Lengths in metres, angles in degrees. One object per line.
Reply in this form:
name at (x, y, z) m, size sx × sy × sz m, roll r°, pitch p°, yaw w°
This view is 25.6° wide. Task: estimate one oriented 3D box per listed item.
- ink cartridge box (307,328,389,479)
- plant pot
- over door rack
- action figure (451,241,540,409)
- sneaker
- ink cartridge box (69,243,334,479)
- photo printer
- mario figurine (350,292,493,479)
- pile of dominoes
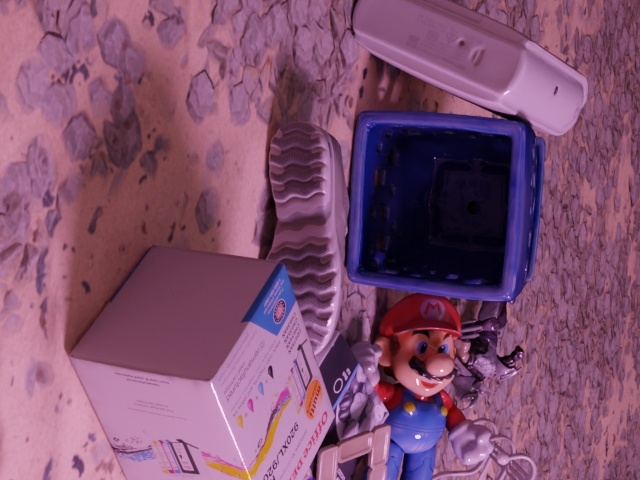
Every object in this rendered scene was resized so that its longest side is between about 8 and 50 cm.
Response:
ink cartridge box at (-0.009, 0.242, 1.757) m, size 0.208 × 0.045 × 0.206 m, roll -56°, pitch 143°, yaw -22°
plant pot at (0.183, -0.049, 1.904) m, size 0.212 × 0.236 × 0.236 m, roll -3°, pitch 98°, yaw -68°
over door rack at (0.204, 0.435, 2.072) m, size 0.239 × 0.108 × 0.324 m, roll -138°, pitch -116°, yaw -81°
action figure at (0.272, 0.136, 2.249) m, size 0.285 × 0.099 × 0.185 m, roll -70°, pitch 155°, yaw -17°
sneaker at (0.000, 0.000, 1.693) m, size 0.115 × 0.105 × 0.281 m, roll -5°, pitch 100°, yaw -63°
ink cartridge box at (-0.112, 0.153, 1.446) m, size 0.171 × 0.168 × 0.233 m, roll -59°, pitch 144°, yaw -40°
photo printer at (0.212, -0.238, 1.892) m, size 0.307 × 0.256 × 0.107 m, roll 11°, pitch 106°, yaw -63°
mario figurine at (0.135, 0.230, 1.935) m, size 0.198 × 0.170 × 0.321 m, roll 2°, pitch 96°, yaw -60°
pile of dominoes at (-0.005, 0.360, 1.785) m, size 0.196 × 0.040 × 0.251 m, roll -13°, pitch 118°, yaw -38°
